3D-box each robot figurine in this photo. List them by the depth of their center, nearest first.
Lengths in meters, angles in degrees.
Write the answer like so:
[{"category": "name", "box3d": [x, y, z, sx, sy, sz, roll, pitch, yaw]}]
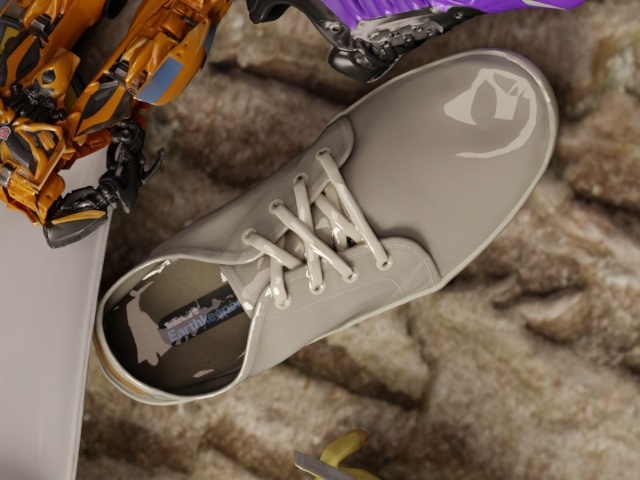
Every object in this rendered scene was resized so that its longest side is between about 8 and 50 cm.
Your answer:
[{"category": "robot figurine", "box3d": [-0.205, -0.138, 1.624, 0.211, 0.085, 0.291, 30, 71, 12]}]

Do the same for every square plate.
[{"category": "square plate", "box3d": [-0.349, 0.050, 1.630, 0.347, 0.049, 0.344, 5, 71, 4]}]

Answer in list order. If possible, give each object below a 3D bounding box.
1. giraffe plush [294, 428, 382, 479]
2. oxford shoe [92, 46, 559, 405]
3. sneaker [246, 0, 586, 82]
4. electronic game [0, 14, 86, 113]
[{"category": "giraffe plush", "box3d": [0.020, 0.281, 1.635, 0.210, 0.181, 0.170, 37, 121, -4]}, {"category": "oxford shoe", "box3d": [0.000, 0.000, 1.627, 0.449, 0.130, 0.169, -32, 86, 9]}, {"category": "sneaker", "box3d": [0.072, -0.196, 1.619, 0.293, 0.102, 0.146, 13, 99, 15]}, {"category": "electronic game", "box3d": [-0.302, -0.084, 1.715, 0.229, 0.048, 0.229, 1, 94, 10]}]
